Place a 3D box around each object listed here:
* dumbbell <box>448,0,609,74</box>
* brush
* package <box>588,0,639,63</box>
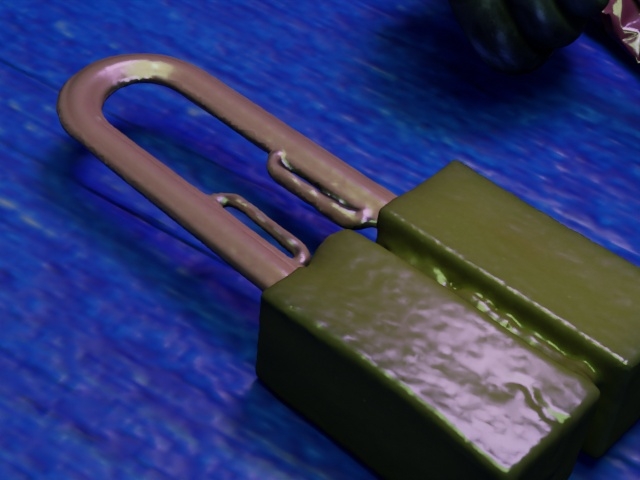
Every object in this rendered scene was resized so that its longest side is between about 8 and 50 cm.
[{"bbox_3d":[0.147,-0.139,0.592,0.255,0.110,0.110,-13,38,24],"label":"dumbbell"},{"bbox_3d":[0.000,0.000,0.530,0.233,0.047,0.103,34,49,26],"label":"brush"},{"bbox_3d":[0.135,-0.110,0.679,0.059,0.029,0.083,-27,58,-25],"label":"package"}]
